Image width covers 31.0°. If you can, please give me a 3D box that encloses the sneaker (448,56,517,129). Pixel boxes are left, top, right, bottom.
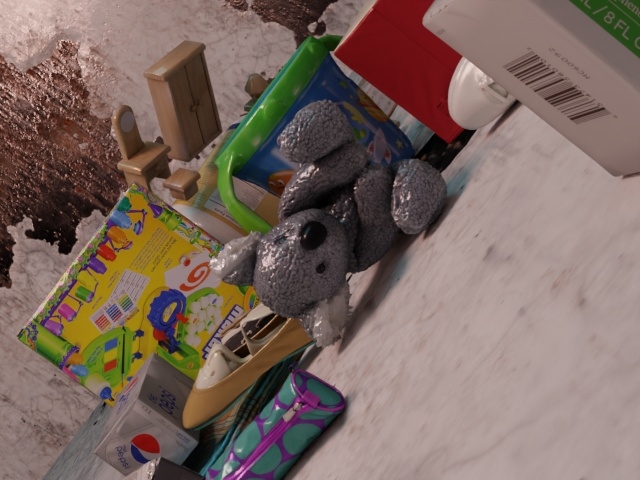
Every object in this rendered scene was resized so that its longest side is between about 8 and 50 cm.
[{"bbox_3d":[0.217,-0.194,1.255,0.212,0.080,0.094,-48,21,27],"label":"sneaker"}]

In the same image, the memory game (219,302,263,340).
[{"bbox_3d":[-0.062,0.085,1.590,0.186,0.012,0.186,-33,-5,-3],"label":"memory game"}]

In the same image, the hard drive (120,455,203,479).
[{"bbox_3d":[-0.253,0.390,1.311,0.339,0.064,0.236,-38,28,57],"label":"hard drive"}]

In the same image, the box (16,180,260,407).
[{"bbox_3d":[-0.251,0.115,1.765,0.290,0.279,0.177,-54,-2,-7],"label":"box"}]

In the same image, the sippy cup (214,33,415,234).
[{"bbox_3d":[0.003,-0.136,1.656,0.305,0.224,0.240,-52,9,10],"label":"sippy cup"}]

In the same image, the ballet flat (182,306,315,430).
[{"bbox_3d":[-0.088,0.133,1.375,0.232,0.073,0.080,-38,19,4],"label":"ballet flat"}]

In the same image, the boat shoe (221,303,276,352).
[{"bbox_3d":[-0.083,0.117,1.498,0.046,0.038,0.125,-1,-33,-49],"label":"boat shoe"}]

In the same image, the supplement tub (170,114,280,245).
[{"bbox_3d":[-0.140,-0.043,2.057,0.316,0.228,0.228,-56,9,-20],"label":"supplement tub"}]

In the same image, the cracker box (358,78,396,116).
[{"bbox_3d":[0.108,-0.284,2.245,0.156,0.067,0.232,-41,14,53],"label":"cracker box"}]

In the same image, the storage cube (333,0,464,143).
[{"bbox_3d":[0.164,-0.280,1.473,0.183,0.193,0.215,-46,12,43],"label":"storage cube"}]

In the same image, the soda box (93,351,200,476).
[{"bbox_3d":[-0.218,0.234,1.515,0.091,0.098,0.286,-52,6,2],"label":"soda box"}]

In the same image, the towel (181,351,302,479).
[{"bbox_3d":[-0.119,0.220,1.500,0.370,0.040,0.271,-58,10,-31],"label":"towel"}]

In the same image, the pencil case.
[{"bbox_3d":[-0.045,0.192,1.110,0.151,0.064,0.070,-51,-17,17],"label":"pencil case"}]

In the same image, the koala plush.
[{"bbox_3d":[0.000,0.000,1.304,0.221,0.196,0.203,-57,-2,-24],"label":"koala plush"}]

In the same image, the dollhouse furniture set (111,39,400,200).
[{"bbox_3d":[-0.106,-0.189,1.840,0.303,0.356,0.173,-48,-41,-39],"label":"dollhouse furniture set"}]

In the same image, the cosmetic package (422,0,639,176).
[{"bbox_3d":[0.261,-0.248,0.798,0.365,0.197,0.155,-56,8,-9],"label":"cosmetic package"}]
